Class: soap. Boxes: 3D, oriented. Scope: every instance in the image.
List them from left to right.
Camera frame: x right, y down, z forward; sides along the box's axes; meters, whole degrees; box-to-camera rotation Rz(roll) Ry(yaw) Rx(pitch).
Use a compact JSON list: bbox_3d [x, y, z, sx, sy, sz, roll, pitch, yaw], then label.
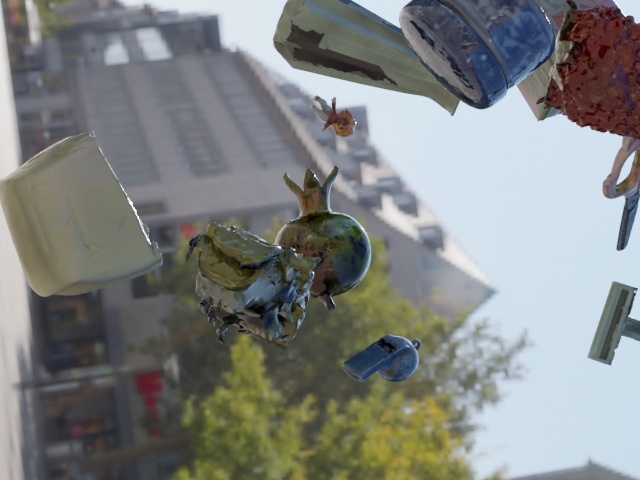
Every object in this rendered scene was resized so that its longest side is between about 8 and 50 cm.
[{"bbox_3d":[0.413,-0.324,2.313,0.138,0.182,0.199,103,-33,-54],"label":"soap"}]

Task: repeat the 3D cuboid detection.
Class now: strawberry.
[{"bbox_3d":[0.362,-0.183,1.621,0.087,0.208,0.167,-62,163,-49],"label":"strawberry"}]

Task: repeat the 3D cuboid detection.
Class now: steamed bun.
[{"bbox_3d":[-0.363,-0.034,2.031,0.170,0.200,0.225,-13,-84,63],"label":"steamed bun"}]

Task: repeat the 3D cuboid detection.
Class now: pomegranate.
[{"bbox_3d":[-0.002,-0.009,2.199,0.156,0.156,0.220,-137,-144,-73],"label":"pomegranate"}]

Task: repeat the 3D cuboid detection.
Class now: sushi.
[{"bbox_3d":[-0.076,0.065,1.765,0.291,0.139,0.131,75,38,-63],"label":"sushi"}]

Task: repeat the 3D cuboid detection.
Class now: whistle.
[{"bbox_3d":[0.119,0.220,2.470,0.090,0.158,0.090,44,-27,29],"label":"whistle"}]

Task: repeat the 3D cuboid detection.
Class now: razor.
[{"bbox_3d":[0.481,0.138,1.942,0.056,0.278,0.111,20,-87,53],"label":"razor"}]

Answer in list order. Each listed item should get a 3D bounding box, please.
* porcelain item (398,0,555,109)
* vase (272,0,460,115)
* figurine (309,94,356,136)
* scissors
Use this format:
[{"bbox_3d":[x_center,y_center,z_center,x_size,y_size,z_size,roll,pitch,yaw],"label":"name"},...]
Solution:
[{"bbox_3d":[0.166,-0.222,1.499,0.147,0.114,0.147,48,-6,6],"label":"porcelain item"},{"bbox_3d":[0.098,-0.345,2.551,0.165,0.360,0.165,22,90,-88],"label":"vase"},{"bbox_3d":[0.021,-0.204,2.288,0.047,0.109,0.064,16,-101,38],"label":"figurine"},{"bbox_3d":[0.495,-0.081,2.193,0.024,0.160,0.317,46,-24,30],"label":"scissors"}]
